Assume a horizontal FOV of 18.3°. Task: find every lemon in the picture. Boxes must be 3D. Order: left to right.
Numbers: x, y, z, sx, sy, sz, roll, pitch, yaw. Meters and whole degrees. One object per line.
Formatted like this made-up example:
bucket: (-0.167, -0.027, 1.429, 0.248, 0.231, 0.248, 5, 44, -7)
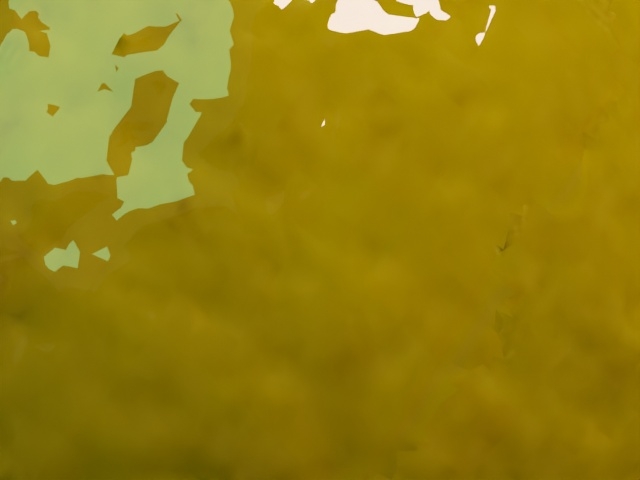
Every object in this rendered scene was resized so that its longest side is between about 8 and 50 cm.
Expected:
lemon: (0.000, 0.000, 0.590, 0.387, 0.350, 0.350, -51, 38, -10)
